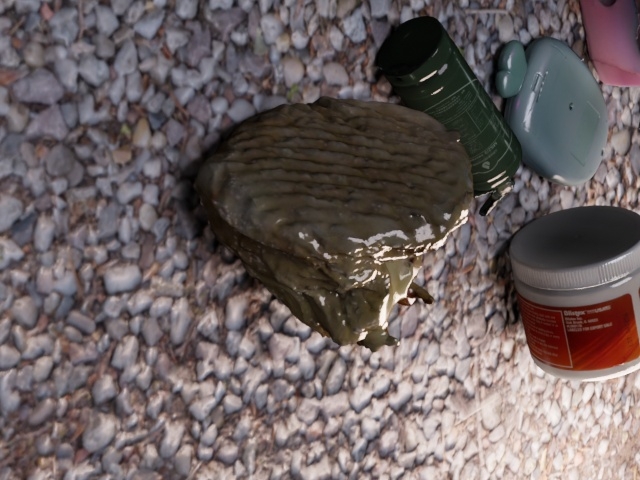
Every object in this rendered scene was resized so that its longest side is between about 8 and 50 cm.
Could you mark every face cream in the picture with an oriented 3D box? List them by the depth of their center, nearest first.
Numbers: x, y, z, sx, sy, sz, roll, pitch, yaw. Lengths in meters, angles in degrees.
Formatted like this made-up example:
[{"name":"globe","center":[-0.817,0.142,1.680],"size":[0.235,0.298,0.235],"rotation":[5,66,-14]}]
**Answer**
[{"name":"face cream","center":[0.382,0.075,1.881],"size":[0.201,0.201,0.187],"rotation":[-35,121,-38]}]

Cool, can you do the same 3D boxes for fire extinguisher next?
[{"name":"fire extinguisher","center":[0.181,-0.148,1.712],"size":[0.114,0.095,0.311],"rotation":[-32,130,13]}]

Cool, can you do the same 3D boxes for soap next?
[{"name":"soap","center":[0.476,-0.393,1.973],"size":[0.192,0.109,0.324],"rotation":[-2,97,-46]}]

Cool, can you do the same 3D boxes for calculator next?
[{"name":"calculator","center":[0.339,-0.188,1.907],"size":[0.299,0.041,0.186],"rotation":[35,71,-46]}]

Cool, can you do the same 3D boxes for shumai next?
[{"name":"shumai","center":[0.000,0.000,1.506],"size":[0.314,0.267,0.262],"rotation":[-3,132,-20]}]

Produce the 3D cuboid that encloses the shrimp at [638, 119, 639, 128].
[{"name":"shrimp","center":[0.501,-0.307,1.891],"size":[0.168,0.077,0.317],"rotation":[24,75,-36]}]
